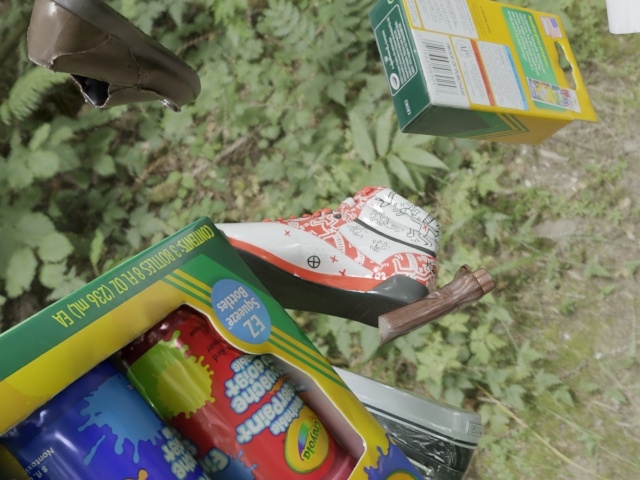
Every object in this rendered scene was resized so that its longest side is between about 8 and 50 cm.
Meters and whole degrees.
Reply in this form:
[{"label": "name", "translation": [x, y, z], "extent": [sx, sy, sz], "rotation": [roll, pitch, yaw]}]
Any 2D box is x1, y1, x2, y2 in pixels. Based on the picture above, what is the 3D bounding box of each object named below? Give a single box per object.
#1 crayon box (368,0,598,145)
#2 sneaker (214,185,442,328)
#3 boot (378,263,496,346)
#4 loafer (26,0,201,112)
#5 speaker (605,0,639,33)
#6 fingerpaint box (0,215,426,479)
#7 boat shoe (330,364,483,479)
[{"label": "crayon box", "translation": [0.242, -0.252, 1.207], "extent": [0.083, 0.322, 0.203], "rotation": [-41, 55, 52]}, {"label": "sneaker", "translation": [0.001, 0.001, 0.906], "extent": [0.269, 0.090, 0.145], "rotation": [14, 52, 9]}, {"label": "boot", "translation": [0.098, 0.063, 0.764], "extent": [0.114, 0.106, 0.037], "rotation": [-28, 82, -6]}, {"label": "loafer", "translation": [-0.303, -0.256, 1.181], "extent": [0.133, 0.366, 0.130], "rotation": [37, 94, 22]}, {"label": "speaker", "translation": [0.258, -0.242, 0.675], "extent": [0.055, 0.136, 0.055], "rotation": [-13, 19, 5]}, {"label": "fingerpaint box", "translation": [-0.123, 0.228, 0.590], "extent": [0.163, 0.371, 0.445], "rotation": [-40, -1, 33]}, {"label": "boat shoe", "translation": [0.042, 0.236, 1.083], "extent": [0.335, 0.121, 0.119], "rotation": [14, 82, 29]}]
